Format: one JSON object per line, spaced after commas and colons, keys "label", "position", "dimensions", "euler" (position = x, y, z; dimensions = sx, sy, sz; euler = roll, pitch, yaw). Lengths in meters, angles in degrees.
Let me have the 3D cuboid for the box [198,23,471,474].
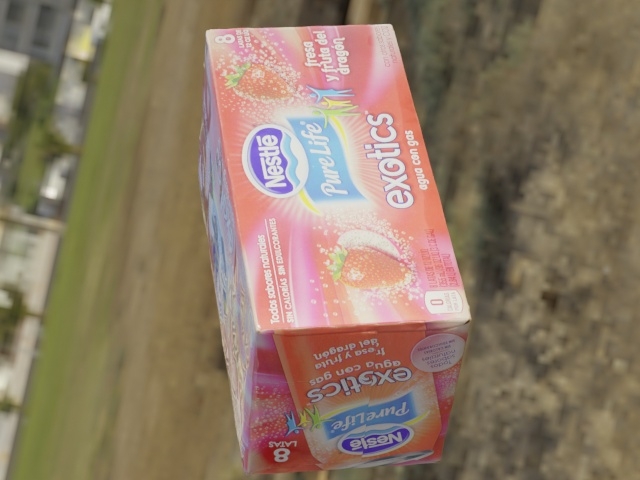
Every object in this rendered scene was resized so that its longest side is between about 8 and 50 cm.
{"label": "box", "position": [0.000, 0.000, 1.386], "dimensions": [0.154, 0.142, 0.300], "euler": [97, 167, -46]}
